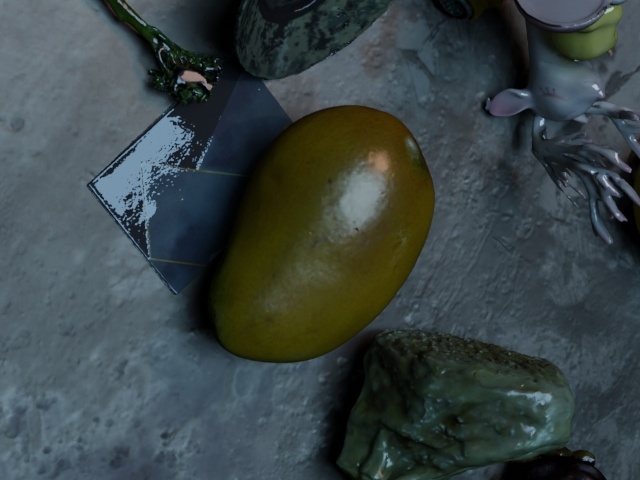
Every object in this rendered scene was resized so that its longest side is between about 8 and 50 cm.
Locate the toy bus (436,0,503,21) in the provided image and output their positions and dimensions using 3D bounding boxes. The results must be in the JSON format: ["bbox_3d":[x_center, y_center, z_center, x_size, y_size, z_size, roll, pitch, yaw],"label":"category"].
[{"bbox_3d":[0.115,-0.406,1.691,0.335,0.123,0.121,42,71,-23],"label":"toy bus"}]

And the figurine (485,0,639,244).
[{"bbox_3d":[0.318,-0.182,1.726,0.206,0.284,0.315,-39,145,-15],"label":"figurine"}]

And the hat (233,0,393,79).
[{"bbox_3d":[-0.021,-0.315,1.600,0.266,0.265,0.128,-26,68,-27],"label":"hat"}]

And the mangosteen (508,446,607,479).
[{"bbox_3d":[0.293,0.311,1.808,0.137,0.137,0.151,22,46,-28],"label":"mangosteen"}]

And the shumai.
[{"bbox_3d":[0.166,0.224,1.672,0.225,0.261,0.222,1,96,-63],"label":"shumai"}]

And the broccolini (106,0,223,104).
[{"bbox_3d":[-0.212,-0.238,1.564,0.254,0.071,0.057,40,113,-17],"label":"broccolini"}]

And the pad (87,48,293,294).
[{"bbox_3d":[-0.126,-0.078,1.623,0.243,0.004,0.163,-46,111,-22],"label":"pad"}]

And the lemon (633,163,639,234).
[{"bbox_3d":[0.490,-0.053,1.885,0.173,0.173,0.206,0,112,-30],"label":"lemon"}]

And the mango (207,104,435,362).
[{"bbox_3d":[0.000,0.000,1.604,0.211,0.173,0.317,37,81,-27],"label":"mango"}]
